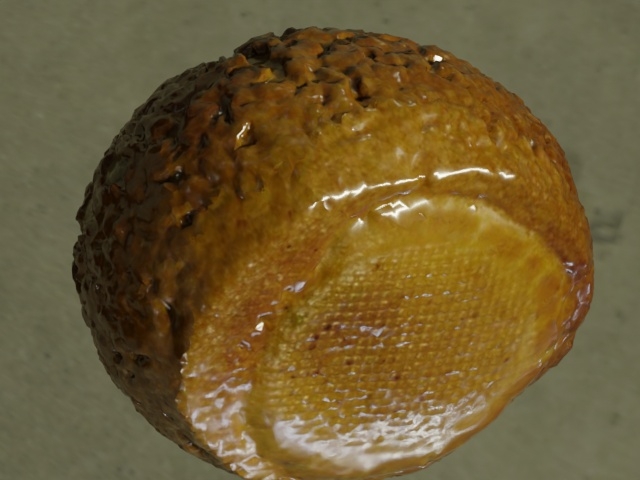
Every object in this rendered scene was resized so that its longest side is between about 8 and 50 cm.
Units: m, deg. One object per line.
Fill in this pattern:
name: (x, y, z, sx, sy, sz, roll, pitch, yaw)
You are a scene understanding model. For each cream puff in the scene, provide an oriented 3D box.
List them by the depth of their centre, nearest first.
cream puff: (0.000, 0.000, 1.111, 0.303, 0.212, 0.303, -15, 137, -14)
